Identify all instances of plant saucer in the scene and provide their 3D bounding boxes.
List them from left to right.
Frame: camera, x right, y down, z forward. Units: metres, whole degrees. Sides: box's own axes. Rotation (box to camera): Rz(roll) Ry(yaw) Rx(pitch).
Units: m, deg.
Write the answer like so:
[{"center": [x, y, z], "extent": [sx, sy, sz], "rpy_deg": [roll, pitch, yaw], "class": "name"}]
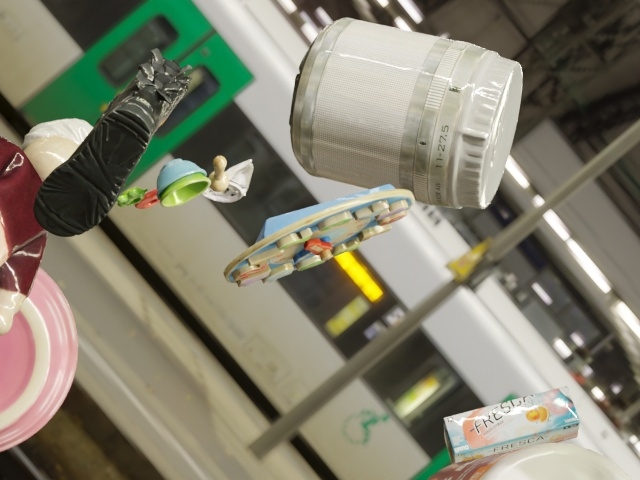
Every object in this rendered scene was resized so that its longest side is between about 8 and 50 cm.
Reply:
[{"center": [-0.537, 0.169, 1.899], "extent": [0.332, 0.332, 0.084], "rpy_deg": [50, -8, -9], "class": "plant saucer"}]

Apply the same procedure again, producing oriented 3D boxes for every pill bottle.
[{"center": [0.218, 0.365, 1.480], "extent": [0.224, 0.224, 0.392], "rpy_deg": [50, -18, 4], "class": "pill bottle"}]

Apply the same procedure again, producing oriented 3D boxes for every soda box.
[{"center": [0.265, 0.261, 1.742], "extent": [0.063, 0.183, 0.058], "rpy_deg": [78, -4, -59], "class": "soda box"}]

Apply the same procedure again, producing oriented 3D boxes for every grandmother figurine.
[{"center": [-0.302, -0.011, 1.119], "extent": [0.104, 0.342, 0.208], "rpy_deg": [13, -56, 21], "class": "grandmother figurine"}]

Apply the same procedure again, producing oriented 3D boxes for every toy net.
[{"center": [-0.158, -0.062, 1.612], "extent": [0.045, 0.122, 0.232], "rpy_deg": [61, 23, 13], "class": "toy net"}]

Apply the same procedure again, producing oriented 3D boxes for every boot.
[{"center": [-0.134, -0.066, 0.824], "extent": [0.045, 0.121, 0.099], "rpy_deg": [36, 28, -11], "class": "boot"}]

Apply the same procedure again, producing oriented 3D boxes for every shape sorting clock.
[{"center": [0.000, 0.000, 1.252], "extent": [0.206, 0.206, 0.040], "rpy_deg": [56, 15, -78], "class": "shape sorting clock"}]

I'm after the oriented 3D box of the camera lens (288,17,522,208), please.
[{"center": [0.110, -0.169, 1.666], "extent": [0.274, 0.219, 0.219], "rpy_deg": [15, -13, 16], "class": "camera lens"}]
